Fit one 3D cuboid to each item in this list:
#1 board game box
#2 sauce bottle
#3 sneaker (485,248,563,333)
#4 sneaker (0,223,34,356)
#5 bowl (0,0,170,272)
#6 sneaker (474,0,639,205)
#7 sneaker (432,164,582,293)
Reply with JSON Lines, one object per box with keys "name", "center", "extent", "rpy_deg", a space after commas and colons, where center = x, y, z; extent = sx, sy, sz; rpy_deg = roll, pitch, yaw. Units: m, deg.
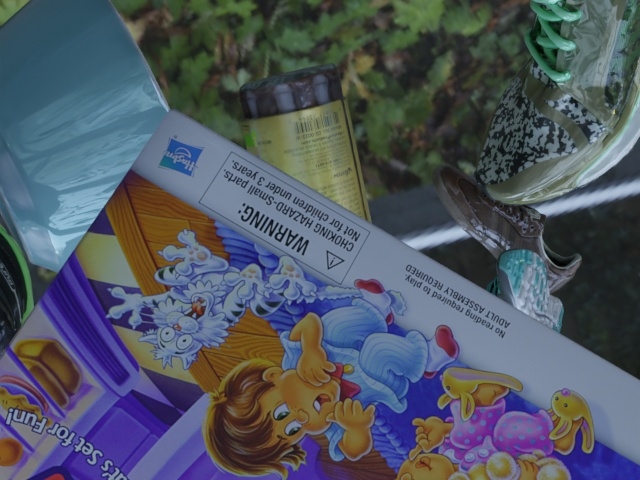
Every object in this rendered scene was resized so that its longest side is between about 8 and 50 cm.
{"name": "board game box", "center": [0.032, 0.140, 0.419], "extent": [0.347, 0.233, 0.078], "rpy_deg": [30, 156, 0]}
{"name": "sauce bottle", "center": [0.000, 0.000, 1.168], "extent": [0.111, 0.111, 0.344], "rpy_deg": [-13, 99, -12]}
{"name": "sneaker", "center": [0.187, 0.059, 1.137], "extent": [0.076, 0.065, 0.166], "rpy_deg": [6, 152, 26]}
{"name": "sneaker", "center": [-0.447, 0.015, 0.857], "extent": [0.482, 0.202, 0.185], "rpy_deg": [8, 106, -25]}
{"name": "bowl", "center": [-0.248, -0.089, 1.125], "extent": [0.163, 0.311, 0.311], "rpy_deg": [-28, 146, -15]}
{"name": "sneaker", "center": [0.226, -0.215, 0.985], "extent": [0.182, 0.158, 0.410], "rpy_deg": [16, 119, -31]}
{"name": "sneaker", "center": [0.200, -0.022, 1.227], "extent": [0.071, 0.066, 0.188], "rpy_deg": [-38, 106, 24]}
